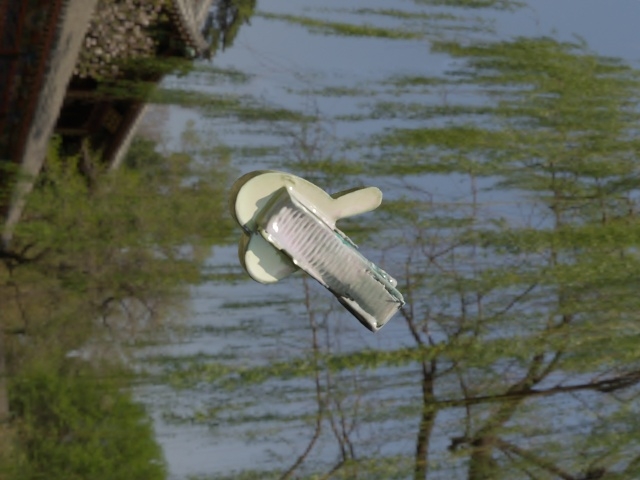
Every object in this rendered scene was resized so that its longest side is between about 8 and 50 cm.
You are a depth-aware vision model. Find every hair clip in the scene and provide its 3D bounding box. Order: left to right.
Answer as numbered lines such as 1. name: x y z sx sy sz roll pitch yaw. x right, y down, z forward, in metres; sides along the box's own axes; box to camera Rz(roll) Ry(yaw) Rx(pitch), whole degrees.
1. hair clip: 0.001 -0.003 0.911 0.159 0.218 0.071 -51 -160 -2
